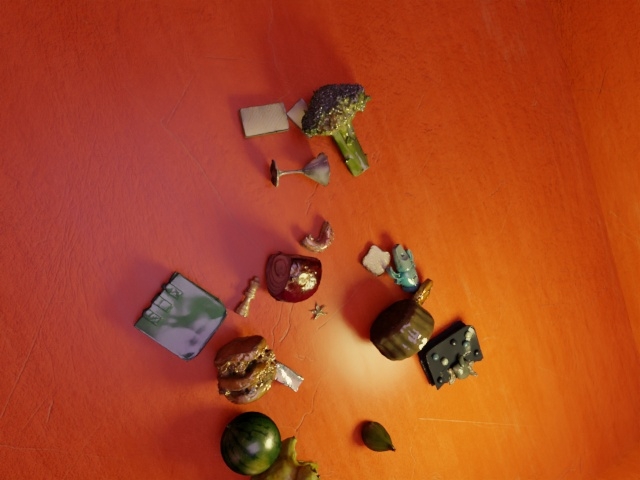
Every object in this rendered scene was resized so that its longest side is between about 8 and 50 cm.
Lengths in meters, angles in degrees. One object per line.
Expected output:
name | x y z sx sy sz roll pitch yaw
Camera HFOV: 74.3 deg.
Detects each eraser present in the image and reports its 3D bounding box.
eraser | -0.067 -0.530 1.843 0.150 0.023 0.104 44 77 -18

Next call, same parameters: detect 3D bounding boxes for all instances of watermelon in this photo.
watermelon | -0.282 0.816 1.707 0.242 0.242 0.242 -1 93 -22

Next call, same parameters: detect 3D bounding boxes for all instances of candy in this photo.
candy | -0.159 0.577 1.823 0.160 0.092 0.073 38 77 -21

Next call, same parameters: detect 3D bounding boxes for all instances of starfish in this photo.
starfish | -0.007 0.327 1.914 0.092 0.016 0.086 20 87 -24

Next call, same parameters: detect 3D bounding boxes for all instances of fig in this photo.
fig | 0.265 0.933 1.964 0.126 0.185 0.133 -25 105 -2

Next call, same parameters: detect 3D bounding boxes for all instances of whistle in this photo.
whistle | 0.406 0.144 2.019 0.186 0.093 0.274 -37 111 -37

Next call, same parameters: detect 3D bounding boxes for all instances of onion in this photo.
onion | -0.101 0.162 1.766 0.207 0.216 0.206 9 93 -30

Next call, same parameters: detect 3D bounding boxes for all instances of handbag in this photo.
handbag | 0.677 0.597 2.151 0.325 0.118 0.269 -28 103 -16
handbag | -0.537 0.294 1.658 0.274 0.100 0.269 37 83 -18

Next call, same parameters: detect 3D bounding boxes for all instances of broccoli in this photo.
broccoli | 0.080 -0.471 1.808 0.353 0.275 0.397 -3 107 -24

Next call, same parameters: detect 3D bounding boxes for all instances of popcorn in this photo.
popcorn | -0.143 1.004 1.770 0.290 0.321 0.326 -9 79 -5

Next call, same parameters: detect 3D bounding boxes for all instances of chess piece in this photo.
chess piece | -0.300 0.232 1.771 0.060 0.060 0.172 26 81 -21

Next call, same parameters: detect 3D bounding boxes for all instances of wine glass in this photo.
wine glass | -0.089 -0.292 1.786 0.232 0.156 0.156 -8 96 -16

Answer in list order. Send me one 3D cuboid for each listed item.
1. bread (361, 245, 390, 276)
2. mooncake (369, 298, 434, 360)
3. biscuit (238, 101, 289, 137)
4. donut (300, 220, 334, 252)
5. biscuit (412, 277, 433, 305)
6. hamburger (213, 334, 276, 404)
bread | 0.261 0.093 1.996 0.126 0.044 0.129 33 83 -12
mooncake | 0.361 0.398 1.923 0.161 0.290 0.290 45 76 -9
biscuit | -0.235 -0.503 1.769 0.199 0.040 0.121 -15 96 -22
donut | 0.000 0.000 1.874 0.166 0.065 0.117 -37 104 -15
biscuit | 0.493 0.266 2.035 0.050 0.170 0.170 31 78 24
hamburger | -0.312 0.509 1.684 0.260 0.245 0.211 -36 112 -48
